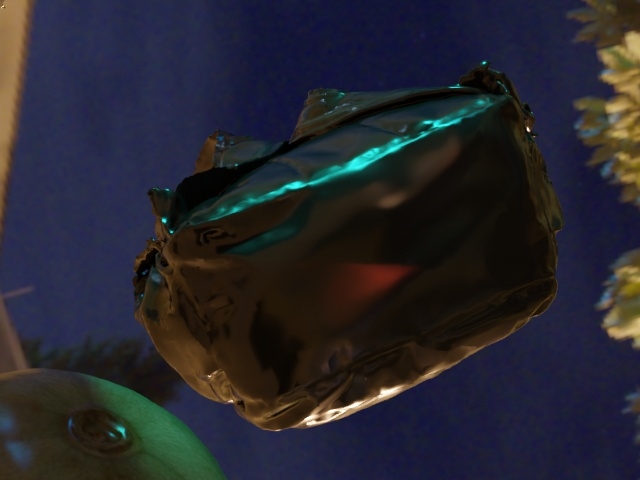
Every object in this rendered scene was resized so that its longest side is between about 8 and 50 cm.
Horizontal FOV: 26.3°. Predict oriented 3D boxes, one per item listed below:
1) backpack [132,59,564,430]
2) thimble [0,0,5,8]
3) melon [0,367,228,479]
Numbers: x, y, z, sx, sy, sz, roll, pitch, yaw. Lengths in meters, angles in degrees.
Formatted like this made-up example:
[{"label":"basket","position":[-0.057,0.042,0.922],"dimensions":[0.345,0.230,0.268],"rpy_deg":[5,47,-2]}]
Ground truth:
[{"label":"backpack","position":[0.000,0.000,1.196],"dimensions":[0.255,0.363,0.445],"rpy_deg":[67,-15,-3]},{"label":"thimble","position":[-0.308,-0.228,1.170],"dimensions":[0.084,0.062,0.110],"rpy_deg":[22,-15,27]},{"label":"melon","position":[-0.148,0.210,0.617],"dimensions":[0.272,0.271,0.308],"rpy_deg":[8,-108,64]}]
